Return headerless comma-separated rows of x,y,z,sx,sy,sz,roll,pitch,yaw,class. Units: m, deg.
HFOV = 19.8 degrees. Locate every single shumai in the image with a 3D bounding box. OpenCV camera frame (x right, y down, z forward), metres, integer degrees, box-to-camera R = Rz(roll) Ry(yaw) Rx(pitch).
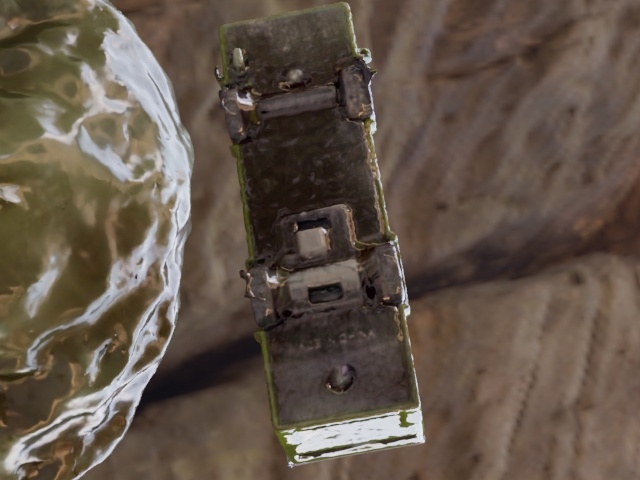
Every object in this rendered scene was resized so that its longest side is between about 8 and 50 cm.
-0.164,-0.028,0.658,0.225,0.222,0.261,12,-112,12,shumai

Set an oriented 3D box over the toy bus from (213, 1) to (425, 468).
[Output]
0.000,0.000,1.208,0.139,0.113,0.302,74,7,-60,toy bus
